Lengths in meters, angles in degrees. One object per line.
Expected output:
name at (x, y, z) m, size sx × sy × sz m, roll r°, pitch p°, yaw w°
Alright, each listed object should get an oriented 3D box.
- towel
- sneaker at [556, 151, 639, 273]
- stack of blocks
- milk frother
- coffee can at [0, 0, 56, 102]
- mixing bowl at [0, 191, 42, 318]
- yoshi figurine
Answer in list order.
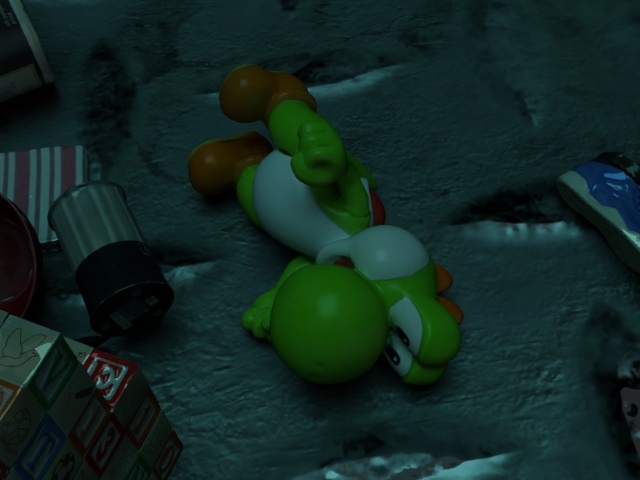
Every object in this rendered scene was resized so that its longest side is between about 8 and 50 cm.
towel at (-0.359, -0.039, 1.054) m, size 0.197 × 0.029 × 0.144 m, roll -7°, pitch 55°, yaw -3°
sneaker at (0.323, -0.035, 0.960) m, size 0.085 × 0.058 × 0.152 m, roll -32°, pitch 51°, yaw -6°
stack of blocks at (-0.214, 0.164, 0.729) m, size 0.087 × 0.297 × 0.171 m, roll 17°, pitch 60°, yaw 17°
milk frother at (-0.234, 0.040, 0.921) m, size 0.143 × 0.129 × 0.134 m, roll -21°, pitch 59°, yaw -17°
coffee can at (-0.481, -0.226, 1.089) m, size 0.275 × 0.201 × 0.201 m, roll -26°, pitch 57°, yaw -13°
mixing bowl at (-0.354, 0.023, 0.944) m, size 0.182 × 0.098 × 0.181 m, roll 0°, pitch 92°, yaw 8°
yoshi figurine at (-0.018, -0.002, 0.905) m, size 0.203 × 0.203 × 0.362 m, roll -37°, pitch 61°, yaw -1°
